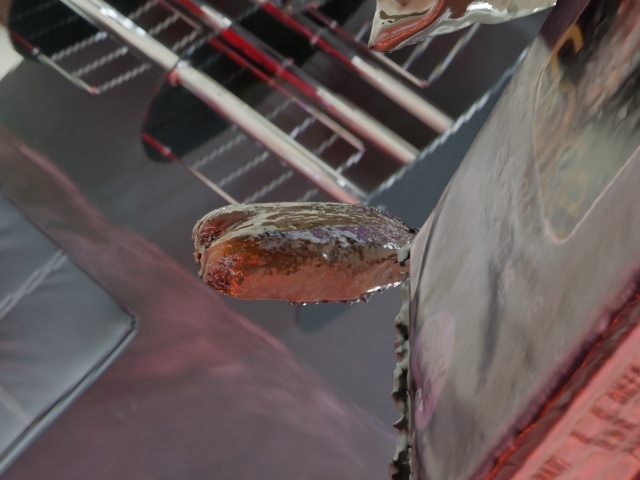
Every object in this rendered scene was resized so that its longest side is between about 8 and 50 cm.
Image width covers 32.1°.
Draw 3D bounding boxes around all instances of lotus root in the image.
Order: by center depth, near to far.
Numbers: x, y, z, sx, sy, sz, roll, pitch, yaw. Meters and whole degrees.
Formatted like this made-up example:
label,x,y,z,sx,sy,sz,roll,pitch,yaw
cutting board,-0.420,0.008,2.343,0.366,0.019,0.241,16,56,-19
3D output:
label,x,y,z,sx,sy,sz,roll,pitch,yaw
lotus root,0.001,0.000,1.442,0.329,0.167,0.078,-4,142,-26

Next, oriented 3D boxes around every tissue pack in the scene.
label,x,y,z,sx,sy,sz,roll,pitch,yaw
tissue pack,0.155,-0.019,0.562,0.259,0.122,0.361,-85,-164,-45

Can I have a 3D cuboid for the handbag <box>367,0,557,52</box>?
label,x,y,z,sx,sy,sz,roll,pitch,yaw
handbag,0.114,-0.288,0.641,0.253,0.109,0.316,-17,108,-26
